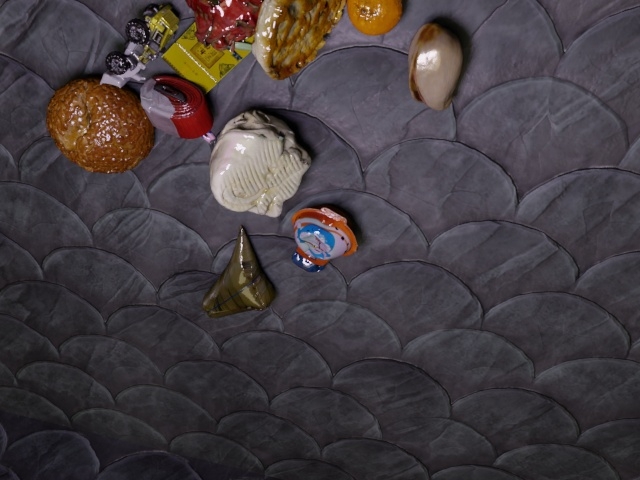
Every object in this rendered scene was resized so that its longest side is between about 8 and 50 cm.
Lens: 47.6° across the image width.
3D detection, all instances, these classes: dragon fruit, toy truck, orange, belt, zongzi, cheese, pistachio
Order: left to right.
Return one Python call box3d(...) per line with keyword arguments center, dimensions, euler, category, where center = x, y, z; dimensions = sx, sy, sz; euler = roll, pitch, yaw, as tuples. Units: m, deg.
box3d(center=(-0.474, -0.500, 1.908), dimensions=(0.111, 0.136, 0.286), euler=(39, 129, -12), category="toy truck")
box3d(center=(-0.393, -0.367, 1.967), dimensions=(0.201, 0.128, 0.124), euler=(23, 157, 19), category="belt")
box3d(center=(-0.305, 0.108, 2.357), dimensions=(0.260, 0.123, 0.289), euler=(-12, 113, 27), category="zongzi")
box3d(center=(-0.202, -0.586, 1.683), dimensions=(0.244, 0.244, 0.299), euler=(33, 91, -10), category="dragon fruit")
box3d(center=(0.000, 0.000, 2.174), dimensions=(0.217, 0.129, 0.329), euler=(30, 147, -1), category="cheese")
box3d(center=(0.128, -0.550, 1.714), dimensions=(0.135, 0.117, 0.135), euler=(10, 136, 10), category="orange")
box3d(center=(0.275, -0.422, 1.760), dimensions=(0.144, 0.144, 0.215), euler=(5, 126, 12), category="pistachio")

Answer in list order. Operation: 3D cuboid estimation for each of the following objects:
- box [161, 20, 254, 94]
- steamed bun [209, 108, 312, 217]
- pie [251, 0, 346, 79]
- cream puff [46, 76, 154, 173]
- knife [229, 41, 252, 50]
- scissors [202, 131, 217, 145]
box3d(center=(-0.278, -0.515, 1.906), dimensions=(0.279, 0.041, 0.153), euler=(-34, 114, 33), category="box")
box3d(center=(-0.194, -0.222, 1.999), dimensions=(0.268, 0.207, 0.280), euler=(19, 112, -41), category="steamed bun")
box3d(center=(-0.050, -0.520, 1.669), dimensions=(0.092, 0.315, 0.315), euler=(36, 131, 14), category="pie")
box3d(center=(-0.632, -0.312, 2.049), dimensions=(0.303, 0.212, 0.303), euler=(13, 134, 14), category="cream puff")
box3d(center=(-0.149, -0.487, 1.868), dimensions=(0.207, 0.014, 0.030), euler=(6, 139, -12), category="knife")
box3d(center=(-0.332, -0.308, 2.097), dimensions=(0.039, 0.012, 0.113), euler=(-32, 114, 33), category="scissors")
